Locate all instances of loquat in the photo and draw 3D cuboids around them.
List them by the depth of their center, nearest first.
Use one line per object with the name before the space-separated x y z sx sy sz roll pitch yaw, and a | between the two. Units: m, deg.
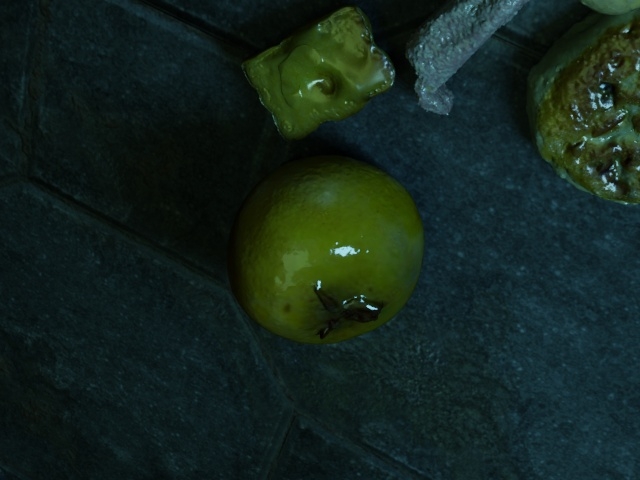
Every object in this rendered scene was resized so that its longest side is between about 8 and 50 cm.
loquat | 0.000 0.000 1.594 0.328 0.359 0.328 -13 139 -11

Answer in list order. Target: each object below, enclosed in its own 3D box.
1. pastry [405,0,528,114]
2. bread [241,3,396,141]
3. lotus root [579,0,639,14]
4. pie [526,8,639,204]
pastry | 0.206 -0.303 1.417 0.112 0.103 0.265 42 127 7
bread | 0.004 -0.271 1.551 0.233 0.088 0.160 -21 113 32
lotus root | 0.314 -0.435 1.232 0.151 0.169 0.342 -38 99 31
pie | 0.442 -0.185 1.378 0.315 0.092 0.315 12 123 18
